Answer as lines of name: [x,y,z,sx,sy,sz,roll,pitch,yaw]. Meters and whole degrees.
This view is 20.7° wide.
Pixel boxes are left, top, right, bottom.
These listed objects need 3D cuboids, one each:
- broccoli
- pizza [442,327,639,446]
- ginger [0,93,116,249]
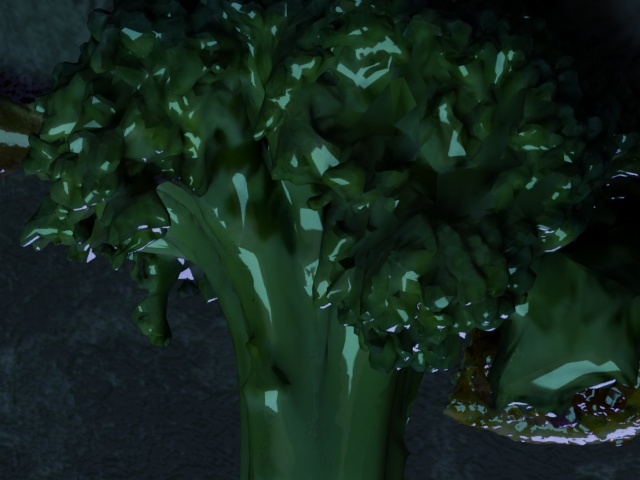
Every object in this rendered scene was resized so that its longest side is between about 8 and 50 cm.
broccoli: [0.012,-0.022,0.916,0.338,0.277,0.318,-26,72,10]
pizza: [0.172,0.071,1.053,0.246,0.058,0.127,-14,114,31]
ginger: [-0.216,-0.070,1.142,0.288,0.075,0.089,29,118,11]
